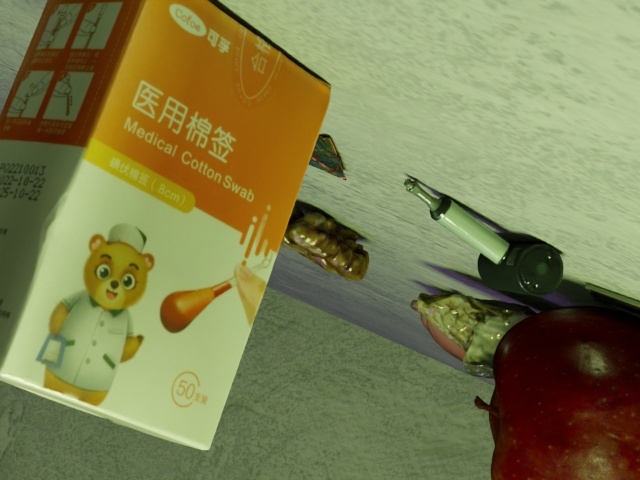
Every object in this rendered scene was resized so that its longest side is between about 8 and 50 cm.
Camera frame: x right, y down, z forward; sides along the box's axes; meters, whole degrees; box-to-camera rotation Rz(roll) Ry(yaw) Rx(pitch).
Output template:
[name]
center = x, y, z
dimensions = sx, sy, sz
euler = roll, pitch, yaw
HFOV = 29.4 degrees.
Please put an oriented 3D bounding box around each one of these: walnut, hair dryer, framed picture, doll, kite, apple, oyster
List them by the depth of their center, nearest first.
[hair dryer]
center = 0.160, -0.010, 1.295
dimensions = 0.197, 0.057, 0.100
euler = 37, 169, -20
[kite]
center = -0.028, -0.106, 1.331
dimensions = 0.159, 0.010, 0.190
euler = 32, 168, -34
[framed picture]
center = 0.348, 0.073, 1.390
dimensions = 0.089, 0.007, 0.066
euler = 21, 172, 29
[apple]
center = 0.335, 0.222, 1.416
dimensions = 0.316, 0.288, 0.288
euler = 10, 170, 8
[oyster]
center = 0.292, 0.144, 1.653
dimensions = 0.341, 0.110, 0.166
euler = 10, 176, 8
[walnut]
center = 0.000, 0.000, 1.760
dimensions = 0.143, 0.069, 0.170
euler = 20, 170, 42
[doll]
center = 0.262, 0.158, 1.936
dimensions = 0.262, 0.093, 0.211
euler = 24, 169, 8

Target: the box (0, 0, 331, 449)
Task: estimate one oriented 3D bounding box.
[box]
center = -0.151, -0.030, 0.996
dimensions = 0.143, 0.341, 0.225
euler = 6, 162, 44
